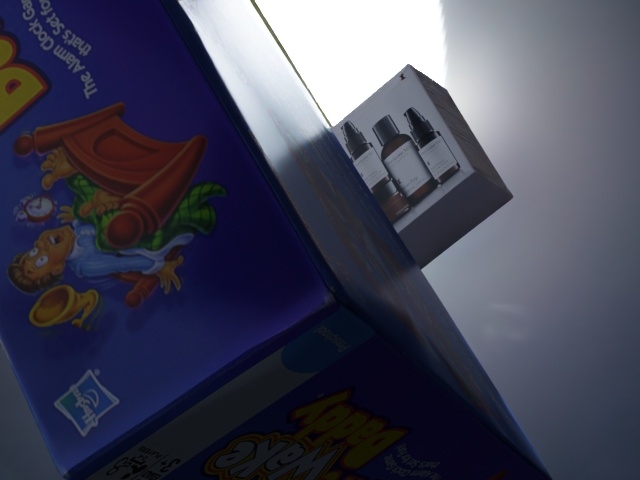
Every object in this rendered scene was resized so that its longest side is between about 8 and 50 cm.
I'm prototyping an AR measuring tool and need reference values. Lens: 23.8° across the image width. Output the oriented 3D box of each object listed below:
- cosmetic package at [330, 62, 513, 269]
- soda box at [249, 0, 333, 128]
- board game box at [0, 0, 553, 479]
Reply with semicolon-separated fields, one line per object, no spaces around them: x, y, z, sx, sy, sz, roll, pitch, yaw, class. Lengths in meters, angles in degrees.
0.000;0.000;0.993;0.239;0.060;0.099;-39;-125;18;cosmetic package
-0.053;-0.130;1.183;0.181;0.058;0.061;58;-8;10;soda box
-0.064;-0.058;0.518;0.078;0.233;0.347;-35;-119;6;board game box
